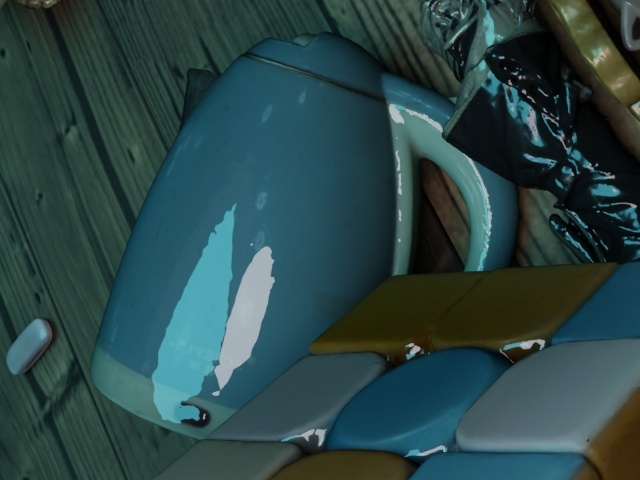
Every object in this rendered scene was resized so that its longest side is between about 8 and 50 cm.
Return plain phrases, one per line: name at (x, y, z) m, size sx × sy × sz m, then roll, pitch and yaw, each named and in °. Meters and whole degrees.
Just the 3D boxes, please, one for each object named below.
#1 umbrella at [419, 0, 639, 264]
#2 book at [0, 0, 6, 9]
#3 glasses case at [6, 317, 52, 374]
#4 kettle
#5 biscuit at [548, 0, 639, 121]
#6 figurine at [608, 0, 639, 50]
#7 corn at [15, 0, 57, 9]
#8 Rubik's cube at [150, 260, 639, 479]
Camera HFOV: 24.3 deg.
umbrella at (0.192, -0.059, 1.141) m, size 0.357 × 0.106 × 0.113 m, roll 58°, pitch 153°, yaw 19°
book at (-0.343, -0.368, 1.597) m, size 0.208 × 0.020 × 0.295 m, roll 31°, pitch 86°, yaw 39°
glasses case at (-0.328, 0.120, 1.673) m, size 0.083 × 0.021 × 0.032 m, roll -48°, pitch 58°, yaw 32°
kettle at (0.000, 0.000, 1.267) m, size 0.320 × 0.247 × 0.342 m, roll 18°, pitch 95°, yaw 9°
biscuit at (0.187, -0.190, 1.124) m, size 0.040 × 0.144 × 0.236 m, roll -33°, pitch 68°, yaw 11°
figurine at (0.254, -0.210, 1.075) m, size 0.138 × 0.125 × 0.125 m, roll -23°, pitch 70°, yaw -6°
corn at (-0.349, -0.327, 1.648) m, size 0.211 × 0.087 × 0.087 m, roll 39°, pitch 116°, yaw 38°
Rubik's cube at (0.128, 0.239, 0.966) m, size 0.347 × 0.344 × 0.347 m, roll -7°, pitch 113°, yaw 48°
